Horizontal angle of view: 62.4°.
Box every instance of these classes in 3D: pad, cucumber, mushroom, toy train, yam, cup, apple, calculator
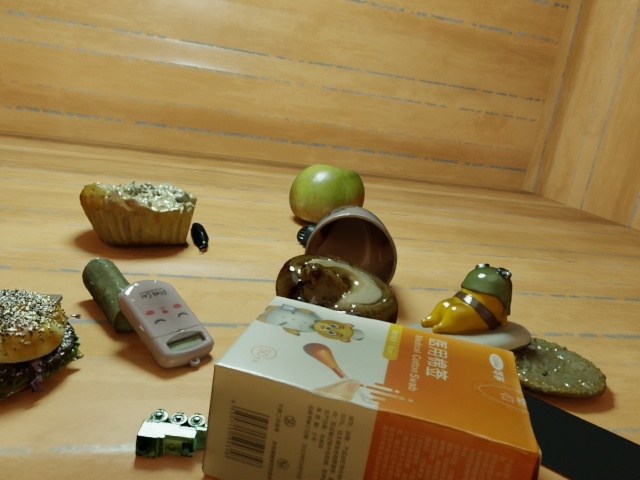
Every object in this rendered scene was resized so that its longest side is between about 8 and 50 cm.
[{"bbox_3d":[0.356,0.284,0.736,0.245,0.006,0.170,20,19,34],"label":"pad"},{"bbox_3d":[-0.306,-0.009,1.351,0.043,0.039,0.163,-19,23,-16],"label":"cucumber"},{"bbox_3d":[0.027,0.117,0.944,0.194,0.138,0.231,13,21,-42],"label":"mushroom"},{"bbox_3d":[-0.168,0.226,0.611,0.083,0.033,0.053,8,21,-3],"label":"toy train"},{"bbox_3d":[-0.352,0.096,0.909,0.068,0.068,0.169,-5,29,-41],"label":"yam"},{"bbox_3d":[0.037,0.031,1.181,0.253,0.191,0.200,-23,10,7],"label":"cup"},{"bbox_3d":[0.021,-0.150,1.734,0.261,0.194,0.261,10,9,-2],"label":"apple"},{"bbox_3d":[-0.239,0.128,0.817,0.175,0.032,0.100,45,31,23],"label":"calculator"}]

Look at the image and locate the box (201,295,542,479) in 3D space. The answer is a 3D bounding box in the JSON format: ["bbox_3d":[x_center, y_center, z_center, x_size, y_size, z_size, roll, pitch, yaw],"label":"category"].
[{"bbox_3d":[0.065,0.201,0.628,0.341,0.143,0.225,13,17,10],"label":"box"}]

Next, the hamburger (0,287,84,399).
[{"bbox_3d":[-0.412,0.128,0.690,0.164,0.093,0.189,15,23,5],"label":"hamburger"}]

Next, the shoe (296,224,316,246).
[{"bbox_3d":[0.000,0.000,1.437,0.159,0.062,0.053,20,7,21],"label":"shoe"}]

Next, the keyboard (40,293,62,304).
[{"bbox_3d":[-0.461,0.123,0.843,0.055,0.017,0.166,1,17,-10],"label":"keyboard"}]

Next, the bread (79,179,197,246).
[{"bbox_3d":[-0.441,-0.068,1.285,0.274,0.149,0.274,7,10,-1],"label":"bread"}]

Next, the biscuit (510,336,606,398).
[{"bbox_3d":[0.387,0.219,0.934,0.220,0.033,0.220,7,14,-2],"label":"biscuit"}]

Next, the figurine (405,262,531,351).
[{"bbox_3d":[0.266,0.119,0.962,0.250,0.141,0.166,-3,11,-21],"label":"figurine"}]
